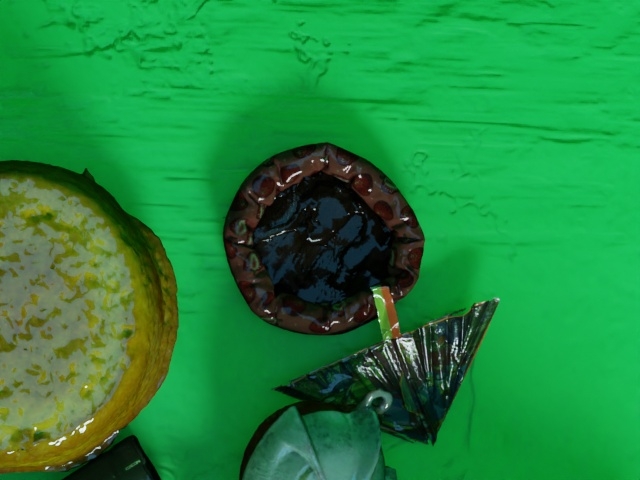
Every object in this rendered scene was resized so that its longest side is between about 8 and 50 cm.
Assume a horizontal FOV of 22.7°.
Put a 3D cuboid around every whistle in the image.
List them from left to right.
[{"bbox_3d":[-0.047,0.275,1.528,0.346,0.142,0.134,-50,57,7],"label":"whistle"}]

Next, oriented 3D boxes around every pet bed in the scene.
[{"bbox_3d":[0.000,0.000,1.567,0.201,0.053,0.201,0,88,-3],"label":"pet bed"}]

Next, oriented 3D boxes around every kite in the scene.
[{"bbox_3d":[0.072,0.129,1.564,0.241,0.014,0.183,-17,110,-5],"label":"kite"}]

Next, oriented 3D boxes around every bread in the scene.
[{"bbox_3d":[-0.285,0.076,1.479,0.312,0.172,0.312,0,87,-5],"label":"bread"}]

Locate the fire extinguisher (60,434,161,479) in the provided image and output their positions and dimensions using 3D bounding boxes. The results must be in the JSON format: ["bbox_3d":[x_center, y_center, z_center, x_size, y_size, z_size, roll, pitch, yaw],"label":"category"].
[{"bbox_3d":[-0.283,0.312,1.511,0.311,0.095,0.114,-31,56,-4],"label":"fire extinguisher"}]
